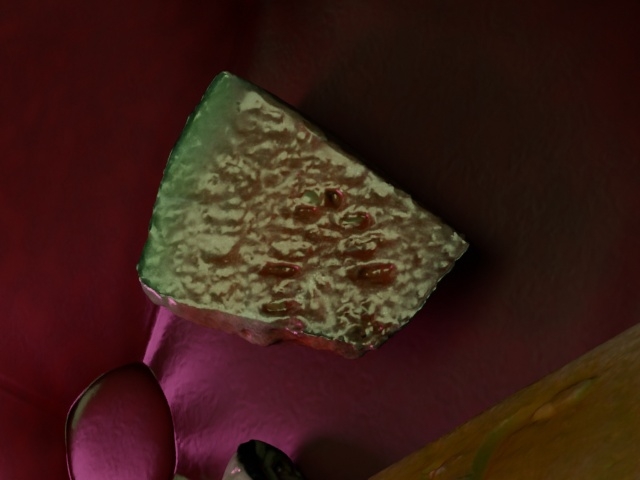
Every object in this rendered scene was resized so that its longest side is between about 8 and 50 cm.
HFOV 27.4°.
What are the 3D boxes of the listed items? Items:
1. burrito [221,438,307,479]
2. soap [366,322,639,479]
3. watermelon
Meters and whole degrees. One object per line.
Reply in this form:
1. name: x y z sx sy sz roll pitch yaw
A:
1. burrito: -0.071 0.286 1.031 0.229 0.089 0.144 -59 38 12
2. soap: 0.118 0.215 0.762 0.335 0.293 0.156 -34 99 28
3. watermelon: 0.000 0.000 1.023 0.256 0.140 0.193 23 90 30
